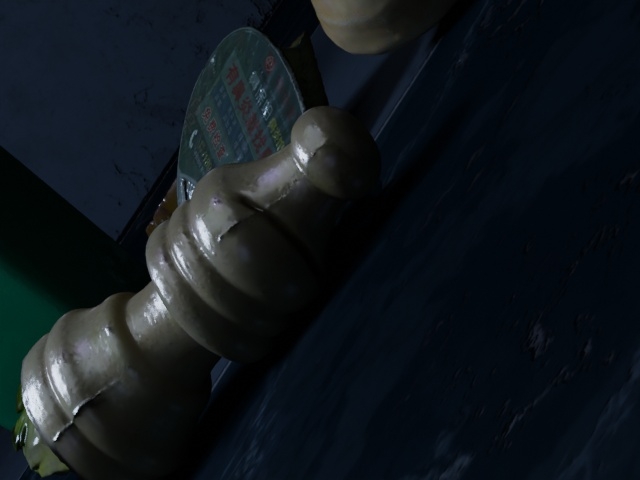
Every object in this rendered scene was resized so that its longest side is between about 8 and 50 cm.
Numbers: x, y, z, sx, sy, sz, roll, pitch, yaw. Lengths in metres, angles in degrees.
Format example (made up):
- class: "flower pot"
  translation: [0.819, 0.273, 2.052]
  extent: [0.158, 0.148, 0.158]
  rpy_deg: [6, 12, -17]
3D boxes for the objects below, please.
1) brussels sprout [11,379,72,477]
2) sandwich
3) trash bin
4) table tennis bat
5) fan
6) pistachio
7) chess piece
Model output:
- class: "brussels sprout"
  translation: [-0.236, 0.157, 1.756]
  extent: [0.139, 0.100, 0.181]
  rpy_deg: [-31, 8, 24]
- class: "sandwich"
  translation: [-0.061, -0.074, 1.626]
  extent: [0.258, 0.096, 0.094]
  rpy_deg: [-48, 6, 46]
- class: "trash bin"
  translation: [-0.365, 0.023, 1.970]
  extent: [0.295, 0.381, 0.259]
  rpy_deg: [-51, 11, 23]
- class: "table tennis bat"
  translation: [0.000, 0.000, 1.262]
  extent: [0.155, 0.019, 0.100]
  rpy_deg: [-49, 12, 48]
- class: "fan"
  translation: [-0.074, -0.028, 1.518]
  extent: [0.223, 0.012, 0.294]
  rpy_deg: [32, 110, 54]
- class: "pistachio"
  translation: [0.074, -0.243, 1.386]
  extent: [0.229, 0.157, 0.157]
  rpy_deg: [-44, 14, 32]
- class: "chess piece"
  translation: [-0.071, 0.026, 1.218]
  extent: [0.307, 0.124, 0.139]
  rpy_deg: [-49, 19, 25]
